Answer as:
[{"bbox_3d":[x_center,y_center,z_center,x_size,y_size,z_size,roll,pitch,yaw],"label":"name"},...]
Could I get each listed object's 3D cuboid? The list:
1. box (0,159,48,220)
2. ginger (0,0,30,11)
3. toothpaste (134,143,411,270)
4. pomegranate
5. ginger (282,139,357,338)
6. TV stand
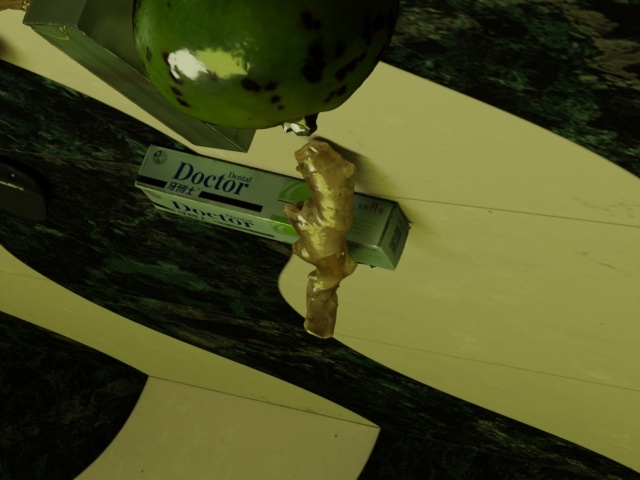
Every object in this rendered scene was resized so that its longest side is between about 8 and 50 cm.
[{"bbox_3d":[-0.500,-0.093,2.685,0.212,0.042,0.201,22,166,-2],"label":"box"},{"bbox_3d":[-0.315,-0.273,1.715,0.096,0.067,0.165,19,153,4],"label":"ginger"},{"bbox_3d":[-0.060,-0.042,2.223,0.336,0.067,0.081,14,162,22],"label":"toothpaste"},{"bbox_3d":[-0.054,-0.204,1.402,0.263,0.211,0.211,67,158,-2],"label":"pomegranate"},{"bbox_3d":[0.000,0.000,2.093,0.089,0.075,0.288,3,136,1],"label":"ginger"},{"bbox_3d":[-0.163,-0.184,1.778,0.083,0.088,0.269,10,163,39],"label":"TV stand"}]
